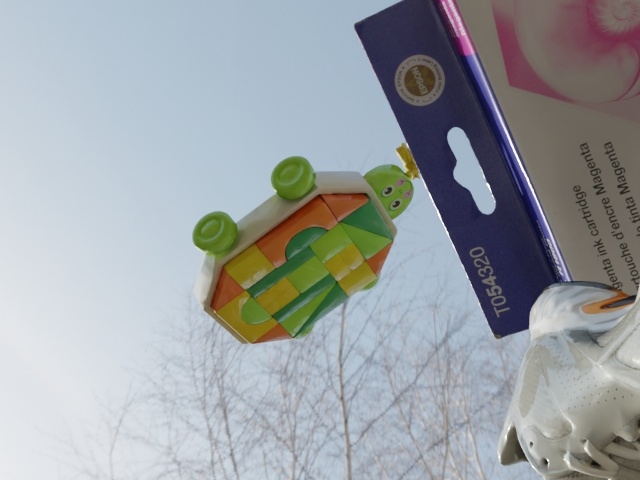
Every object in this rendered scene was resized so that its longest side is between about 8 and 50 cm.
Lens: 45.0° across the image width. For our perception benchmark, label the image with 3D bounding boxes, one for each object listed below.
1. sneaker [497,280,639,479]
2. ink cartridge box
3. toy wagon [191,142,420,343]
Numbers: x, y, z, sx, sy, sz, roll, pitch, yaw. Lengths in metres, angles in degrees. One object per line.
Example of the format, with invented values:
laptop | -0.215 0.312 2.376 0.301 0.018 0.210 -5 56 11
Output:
sneaker | 0.156 0.078 0.354 0.099 0.262 0.121 26 -103 3
ink cartridge box | 0.230 -0.091 0.606 0.330 0.071 0.324 -22 -77 20
toy wagon | 0.000 0.000 1.027 0.344 0.068 0.267 -36 -40 1
